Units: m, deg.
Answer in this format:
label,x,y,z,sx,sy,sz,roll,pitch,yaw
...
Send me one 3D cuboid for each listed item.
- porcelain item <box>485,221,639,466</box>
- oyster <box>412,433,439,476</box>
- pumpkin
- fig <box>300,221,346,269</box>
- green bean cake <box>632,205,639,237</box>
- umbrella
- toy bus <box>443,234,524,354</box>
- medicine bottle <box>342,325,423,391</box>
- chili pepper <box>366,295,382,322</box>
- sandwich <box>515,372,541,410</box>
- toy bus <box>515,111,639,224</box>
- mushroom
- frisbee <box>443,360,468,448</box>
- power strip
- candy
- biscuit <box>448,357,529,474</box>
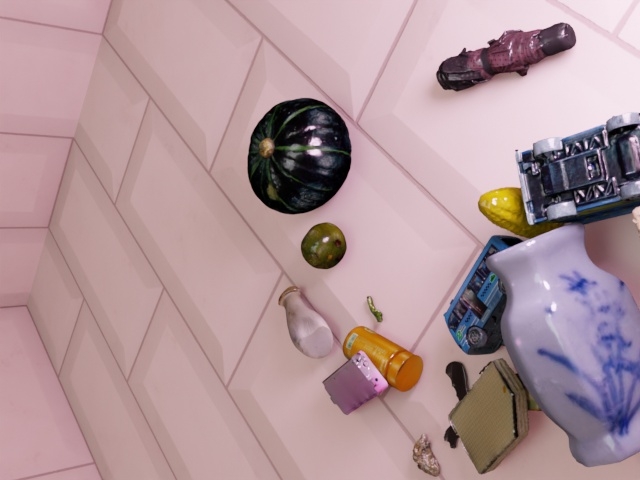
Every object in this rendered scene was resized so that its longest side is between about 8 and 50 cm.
label,x,y,z,sx,sy,sz,roll,pitch,yaw
porcelain item,0.460,0.184,1.345,0.405,0.243,0.178,69,157,6
oyster,0.248,0.509,1.749,0.083,0.038,0.080,37,116,44
pumpkin,-0.067,-0.220,1.941,0.315,0.239,0.315,-7,81,49
fig,0.000,0.000,1.964,0.156,0.123,0.123,55,130,48
green bean cake,0.597,-0.012,1.222,0.085,0.179,0.109,-26,72,46
umbrella,0.375,-0.381,1.538,0.326,0.090,0.094,-11,80,48
toy bus,0.362,0.116,1.548,0.134,0.114,0.246,50,125,41
medicine bottle,0.148,0.285,1.812,0.192,0.096,0.096,24,109,46
chili pepper,0.137,0.177,1.879,0.027,0.022,0.083,-56,48,36
sandwich,0.458,0.299,1.516,0.163,0.114,0.079,110,148,-76
toy bus,0.520,-0.127,1.298,0.312,0.190,0.151,-18,78,48
mushroom,-0.045,0.226,2.048,0.116,0.093,0.225,-56,41,15
frisbee,0.325,0.392,1.677,0.211,0.012,0.187,52,128,34
power strip,0.081,0.358,1.851,0.109,0.037,0.279,52,152,9
candy,0.384,-0.059,1.456,0.094,0.199,0.106,-54,44,29
biscuit,0.358,0.366,1.547,0.150,0.052,0.252,60,149,32
